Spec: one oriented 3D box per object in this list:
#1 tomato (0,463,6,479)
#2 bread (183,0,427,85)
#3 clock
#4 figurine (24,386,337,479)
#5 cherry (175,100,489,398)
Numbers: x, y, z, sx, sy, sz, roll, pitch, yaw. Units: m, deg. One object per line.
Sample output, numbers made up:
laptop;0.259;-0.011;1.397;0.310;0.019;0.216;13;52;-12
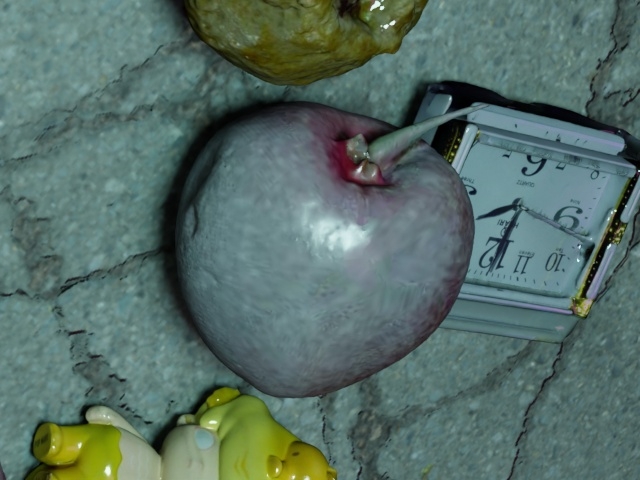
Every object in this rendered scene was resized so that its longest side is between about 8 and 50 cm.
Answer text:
tomato;-0.291;0.159;1.184;0.176;0.335;0.289;-26;120;-5
bread;0.007;-0.206;1.302;0.230;0.123;0.230;-40;148;-32
clock;0.147;-0.021;1.575;0.253;0.083;0.186;10;108;-40
figurine;-0.104;0.187;1.487;0.246;0.131;0.156;13;66;-26
cherry;0.000;0.000;1.401;0.213;0.183;0.266;19;112;-10
